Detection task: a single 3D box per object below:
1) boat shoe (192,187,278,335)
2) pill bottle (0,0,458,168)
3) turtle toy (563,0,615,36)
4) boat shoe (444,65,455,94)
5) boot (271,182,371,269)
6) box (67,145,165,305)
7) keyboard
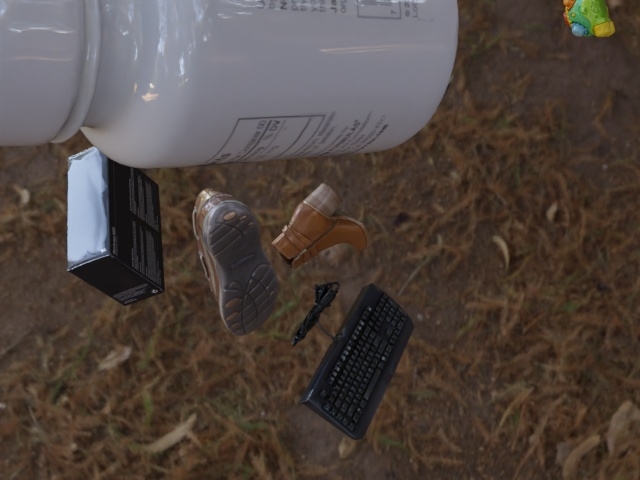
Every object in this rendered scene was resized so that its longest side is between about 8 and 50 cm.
[{"bbox_3d":[-0.158,0.037,1.586,0.123,0.324,0.116,-23,44,-21],"label":"boat shoe"},{"bbox_3d":[-0.057,-0.101,0.413,0.229,0.131,0.131,-8,47,-37],"label":"pill bottle"},{"bbox_3d":[0.430,-0.367,1.409,0.066,0.095,0.130,-16,4,28],"label":"turtle toy"},{"bbox_3d":[0.087,-0.212,1.042,0.080,0.073,0.223,-20,40,-19],"label":"boat shoe"},{"bbox_3d":[0.000,0.000,1.624,0.152,0.197,0.073,-49,42,-7],"label":"boot"},{"bbox_3d":[-0.399,-0.031,1.705,0.103,0.184,0.261,-19,57,14],"label":"box"},{"bbox_3d":[0.045,0.178,1.515,0.201,0.033,0.317,36,41,-2],"label":"keyboard"}]
